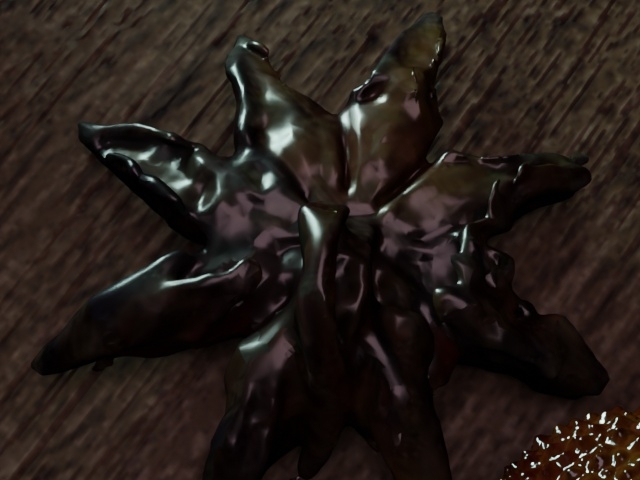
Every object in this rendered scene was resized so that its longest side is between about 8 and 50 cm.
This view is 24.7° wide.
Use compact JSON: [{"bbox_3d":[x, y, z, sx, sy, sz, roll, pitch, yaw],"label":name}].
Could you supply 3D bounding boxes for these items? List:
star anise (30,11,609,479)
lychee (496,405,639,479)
[{"bbox_3d":[0.000,0.000,0.628,0.272,0.102,0.272,0,69,0],"label":"star anise"},{"bbox_3d":[0.117,0.131,0.577,0.129,0.123,0.123,-36,76,-13],"label":"lychee"}]
